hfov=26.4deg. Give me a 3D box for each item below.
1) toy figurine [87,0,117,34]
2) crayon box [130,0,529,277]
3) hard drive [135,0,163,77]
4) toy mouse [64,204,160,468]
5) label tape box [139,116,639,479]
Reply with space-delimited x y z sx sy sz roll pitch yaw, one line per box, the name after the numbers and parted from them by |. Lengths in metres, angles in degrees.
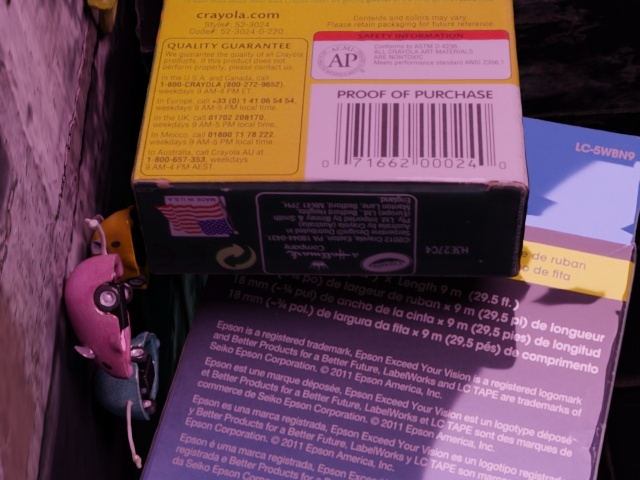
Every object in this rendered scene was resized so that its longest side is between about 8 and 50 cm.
-0.038 -0.255 0.673 0.362 0.217 0.191 78 9 -70 | toy figurine
0.013 -0.122 0.800 0.081 0.202 0.318 86 6 -50 | crayon box
-0.092 -0.199 1.087 0.339 0.064 0.237 71 15 -77 | hard drive
-0.108 0.049 0.710 0.161 0.031 0.143 78 8 -70 | toy mouse
0.045 0.087 0.793 0.106 0.240 0.334 77 27 -62 | label tape box
